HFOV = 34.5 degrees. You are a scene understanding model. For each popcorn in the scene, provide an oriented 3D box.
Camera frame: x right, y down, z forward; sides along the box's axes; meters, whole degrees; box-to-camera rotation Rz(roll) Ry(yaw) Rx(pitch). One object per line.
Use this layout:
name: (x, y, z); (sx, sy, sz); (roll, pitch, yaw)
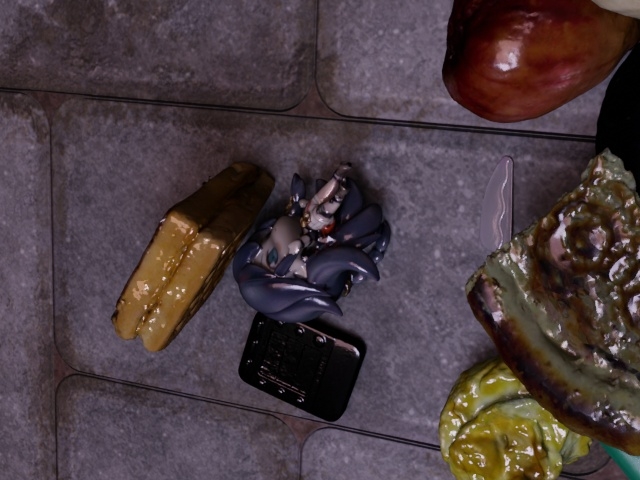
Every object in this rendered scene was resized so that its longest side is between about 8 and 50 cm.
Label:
popcorn: (0.271, 0.263, 1.455); (0.204, 0.184, 0.221); (38, 109, 14)

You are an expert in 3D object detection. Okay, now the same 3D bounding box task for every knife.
knife: (0.259, 0.001, 1.494); (0.058, 0.032, 0.244); (-2, 96, 33)

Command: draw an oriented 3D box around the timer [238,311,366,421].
timer: (-0.030, 0.191, 1.649); (0.187, 0.055, 0.144); (23, 111, 14)

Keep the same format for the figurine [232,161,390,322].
figurine: (-0.009, 0.013, 1.533); (0.265, 0.175, 0.197); (-24, 108, 34)

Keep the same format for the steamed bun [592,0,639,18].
steamed bun: (0.442, -0.344, 1.136); (0.289, 0.276, 0.203); (-40, 107, 5)

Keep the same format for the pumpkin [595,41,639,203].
pumpkin: (0.483, -0.122, 1.248); (0.315, 0.238, 0.315); (-10, 69, 27)

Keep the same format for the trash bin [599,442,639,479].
trash bin: (0.447, 0.160, 1.322); (0.381, 0.295, 0.259); (48, 116, 20)

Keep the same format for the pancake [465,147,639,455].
pancake: (0.354, 0.104, 1.164); (0.427, 0.067, 0.305); (44, 124, 29)

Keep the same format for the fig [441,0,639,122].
fig: (0.274, -0.271, 1.329); (0.263, 0.224, 0.224); (-28, 88, 11)

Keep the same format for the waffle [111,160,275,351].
waffle: (-0.178, 0.013, 1.526); (0.098, 0.327, 0.224); (34, 112, 1)
